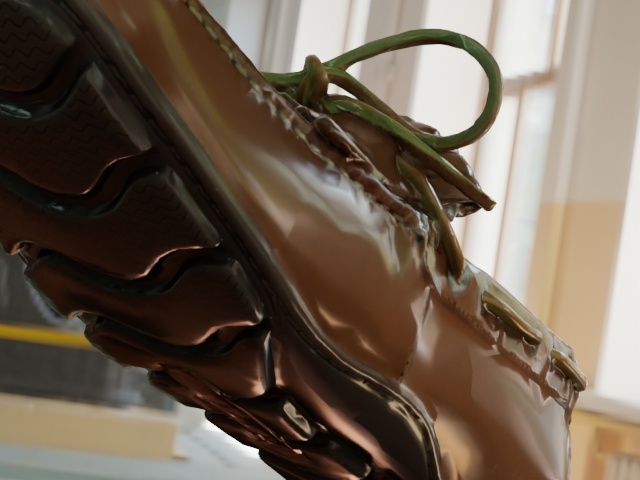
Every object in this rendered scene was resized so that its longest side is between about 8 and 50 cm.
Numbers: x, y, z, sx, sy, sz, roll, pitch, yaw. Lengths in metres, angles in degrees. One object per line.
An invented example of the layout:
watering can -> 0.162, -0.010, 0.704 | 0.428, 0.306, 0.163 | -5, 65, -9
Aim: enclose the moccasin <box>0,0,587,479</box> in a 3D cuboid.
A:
moccasin -> 0.002, 0.000, 0.624 | 0.139, 0.147, 0.380 | 2, -31, 44
